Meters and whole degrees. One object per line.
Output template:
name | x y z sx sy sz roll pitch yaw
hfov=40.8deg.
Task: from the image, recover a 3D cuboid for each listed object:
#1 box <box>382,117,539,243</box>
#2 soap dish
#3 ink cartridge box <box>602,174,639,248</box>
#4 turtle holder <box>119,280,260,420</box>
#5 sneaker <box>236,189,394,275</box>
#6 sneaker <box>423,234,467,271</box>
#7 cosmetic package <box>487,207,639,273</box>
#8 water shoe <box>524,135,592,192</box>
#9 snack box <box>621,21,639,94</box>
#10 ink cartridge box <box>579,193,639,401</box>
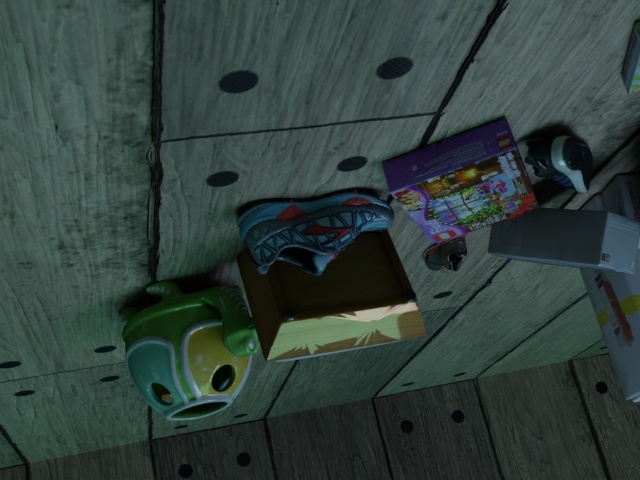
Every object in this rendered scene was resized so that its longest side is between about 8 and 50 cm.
box | 0.239 -0.087 1.415 0.200 0.057 0.293 -19 158 15
soap dish | 0.020 0.081 1.500 0.290 0.229 0.118 -7 141 -15
ink cartridge box | 0.633 -0.054 1.615 0.175 0.128 0.072 -1 158 -9
turtle holder | -0.221 0.205 1.633 0.320 0.228 0.243 -20 157 18
sneaker | 0.000 0.000 1.394 0.261 0.125 0.104 -8 159 -14
sneaker | 0.252 0.038 1.727 0.061 0.065 0.158 -8 158 -14
cosmetic package | 0.436 -0.004 1.550 0.238 0.107 0.127 3 174 45
water shoe | 0.393 -0.131 1.416 0.080 0.073 0.203 6 170 30
snack box | 0.467 -0.256 1.158 0.100 0.037 0.141 -15 159 7
ink cartridge box | 0.691 0.093 1.690 0.279 0.385 0.160 -9 159 -14
